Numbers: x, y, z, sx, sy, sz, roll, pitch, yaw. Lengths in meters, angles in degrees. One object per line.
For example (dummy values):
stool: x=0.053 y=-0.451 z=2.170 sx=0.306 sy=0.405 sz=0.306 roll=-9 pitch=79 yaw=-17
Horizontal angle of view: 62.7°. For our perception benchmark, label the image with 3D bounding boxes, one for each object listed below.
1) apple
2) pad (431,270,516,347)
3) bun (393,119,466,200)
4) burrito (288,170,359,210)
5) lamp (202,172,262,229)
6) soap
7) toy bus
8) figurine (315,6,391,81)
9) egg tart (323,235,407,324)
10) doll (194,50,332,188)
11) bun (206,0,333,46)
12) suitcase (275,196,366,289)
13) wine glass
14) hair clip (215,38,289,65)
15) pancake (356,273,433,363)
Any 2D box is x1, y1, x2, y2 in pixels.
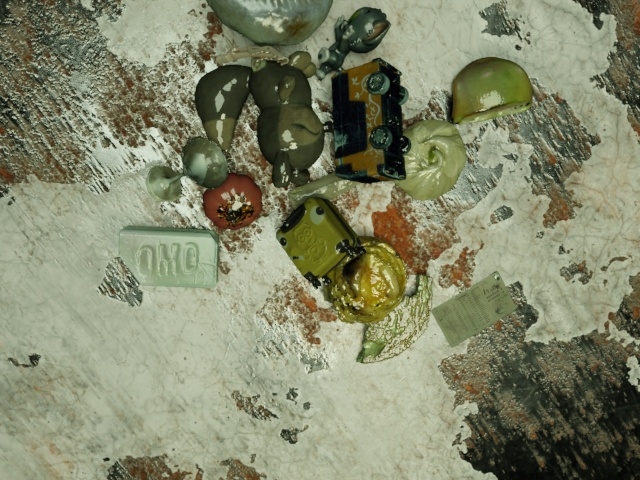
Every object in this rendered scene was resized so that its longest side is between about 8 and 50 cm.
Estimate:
apple: x=0.530 y=-0.476 z=1.610 sx=0.264 sy=0.120 sz=0.193 roll=-11 pitch=89 yaw=-7
pad: x=0.521 y=0.235 z=1.775 sx=0.265 sy=0.009 sz=0.160 roll=-31 pitch=101 yaw=0
bun: x=0.329 y=-0.242 z=1.603 sx=0.259 sy=0.160 sz=0.259 roll=-2 pitch=101 yaw=-8
burrito: x=0.033 y=-0.171 z=1.634 sx=0.275 sy=0.059 sz=0.082 roll=-25 pitch=108 yaw=-1
lamp: x=-0.258 y=-0.111 z=1.561 sx=0.182 sy=0.140 sz=0.182 roll=-11 pitch=127 yaw=-15
soap: x=-0.456 y=0.050 z=1.599 sx=0.289 sy=0.095 sz=0.173 roll=3 pitch=98 yaw=-6
toy bus: x=0.141 y=-0.329 z=1.511 sx=0.194 sy=0.162 sz=0.324 roll=-4 pitch=86 yaw=34
figurine: x=0.088 y=-0.566 z=1.523 sx=0.140 sy=0.193 sz=0.265 roll=30 pitch=107 yaw=-11
egg tart: x=0.140 y=0.131 z=1.647 sx=0.297 sy=0.132 sz=0.297 roll=0 pitch=95 yaw=-4
doll: x=-0.156 y=-0.329 z=1.532 sx=0.378 sy=0.252 sz=0.383 roll=-3 pitch=89 yaw=26
bun: x=-0.142 y=-0.692 z=1.438 sx=0.361 sy=0.211 sz=0.362 roll=4 pitch=74 yaw=-13
suitcase: x=0.000 y=0.000 z=1.581 sx=0.194 sy=0.143 sz=0.235 roll=-43 pitch=72 yaw=23
wine glass: x=-0.389 y=-0.189 z=1.496 sx=0.156 sy=0.232 sz=0.156 roll=15 pitch=68 yaw=-43
hair clip: x=-0.177 y=-0.509 z=1.417 sx=0.225 sy=0.034 sz=0.072 roll=10 pitch=74 yaw=25
pancake: x=0.239 y=0.261 z=1.729 sx=0.197 sy=0.054 sz=0.376 roll=44 pitch=91 yaw=-3
